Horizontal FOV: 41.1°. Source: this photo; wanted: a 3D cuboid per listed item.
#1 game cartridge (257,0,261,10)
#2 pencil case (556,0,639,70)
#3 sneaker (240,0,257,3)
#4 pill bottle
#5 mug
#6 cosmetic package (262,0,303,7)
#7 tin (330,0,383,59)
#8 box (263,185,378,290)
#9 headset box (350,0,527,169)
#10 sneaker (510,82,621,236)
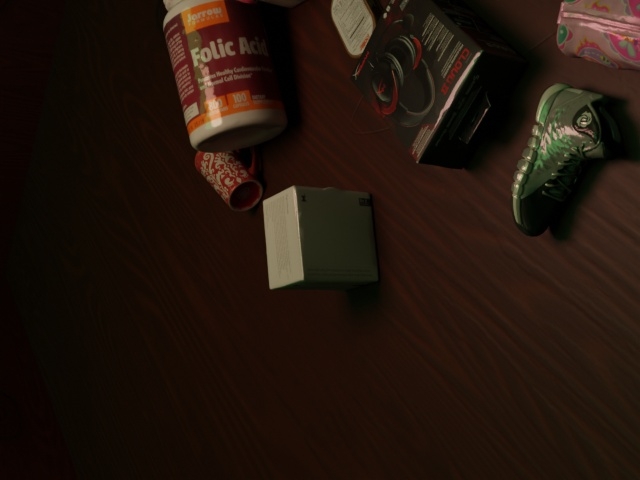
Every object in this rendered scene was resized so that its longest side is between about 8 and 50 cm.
[{"bbox_3d":[-0.217,-0.459,2.096,0.198,0.062,0.298,-1,87,59],"label":"game cartridge"},{"bbox_3d":[0.435,-0.268,1.087,0.284,0.124,0.124,35,116,52],"label":"pencil case"},{"bbox_3d":[-0.143,-0.638,1.750,0.112,0.120,0.299,3,89,54],"label":"sneaker"},{"bbox_3d":[-0.222,-0.412,1.896,0.224,0.224,0.393,-22,81,52],"label":"pill bottle"},{"bbox_3d":[-0.207,-0.167,2.012,0.169,0.113,0.150,52,130,39],"label":"mug"},{"bbox_3d":[-0.020,-0.613,1.772,0.309,0.113,0.160,-12,78,55],"label":"cosmetic package"},{"bbox_3d":[0.074,-0.438,1.692,0.106,0.040,0.190,-55,46,43],"label":"tin"},{"bbox_3d":[0.000,0.000,1.636,0.119,0.180,0.182,-21,70,53],"label":"box"},{"bbox_3d":[0.196,-0.277,1.436,0.218,0.110,0.293,-61,42,32],"label":"headset box"},{"bbox_3d":[0.356,-0.107,1.220,0.132,0.086,0.229,22,105,51],"label":"sneaker"}]
